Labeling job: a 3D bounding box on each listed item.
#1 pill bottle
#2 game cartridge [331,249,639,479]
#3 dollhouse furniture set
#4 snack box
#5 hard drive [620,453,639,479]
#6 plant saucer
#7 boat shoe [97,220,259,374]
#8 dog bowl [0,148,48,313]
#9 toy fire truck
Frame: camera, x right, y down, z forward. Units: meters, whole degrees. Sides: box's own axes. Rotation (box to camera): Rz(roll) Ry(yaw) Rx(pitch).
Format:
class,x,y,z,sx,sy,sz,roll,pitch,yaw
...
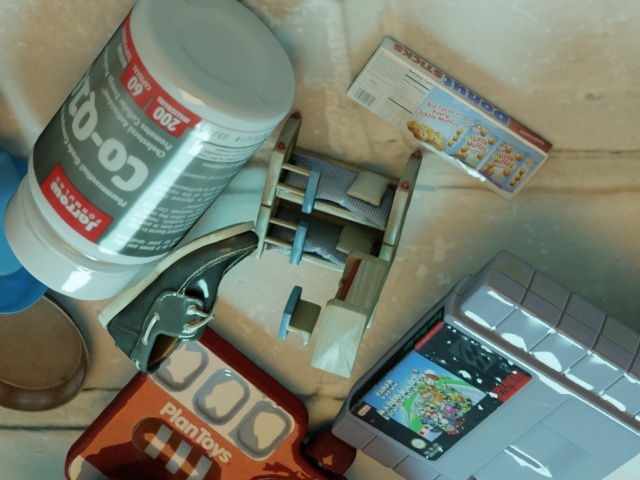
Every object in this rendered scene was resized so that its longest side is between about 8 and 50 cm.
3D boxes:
class,x,y,z,sx,sy,sz,roll,pitch,yaw
pill bottle,-0.160,-0.081,1.763,0.161,0.161,0.283,35,126,-9
game cartridge,0.168,0.155,1.831,0.230,0.068,0.355,28,146,-8
dollhouse furniture set,0.000,0.000,1.756,0.129,0.184,0.129,17,127,5
snack box,0.113,-0.106,1.748,0.178,0.022,0.064,33,126,-7
hard drive,0.406,0.151,1.758,0.233,0.047,0.353,30,145,-4
plant saucer,-0.311,0.102,2.023,0.168,0.029,0.168,8,125,12
boat shoe,-0.120,0.050,1.840,0.233,0.084,0.079,-39,76,45
dog bowl,-0.346,-0.067,1.838,0.074,0.166,0.297,-3,124,33
toy fire truck,-0.100,0.250,1.993,0.302,0.169,0.254,39,105,-10
